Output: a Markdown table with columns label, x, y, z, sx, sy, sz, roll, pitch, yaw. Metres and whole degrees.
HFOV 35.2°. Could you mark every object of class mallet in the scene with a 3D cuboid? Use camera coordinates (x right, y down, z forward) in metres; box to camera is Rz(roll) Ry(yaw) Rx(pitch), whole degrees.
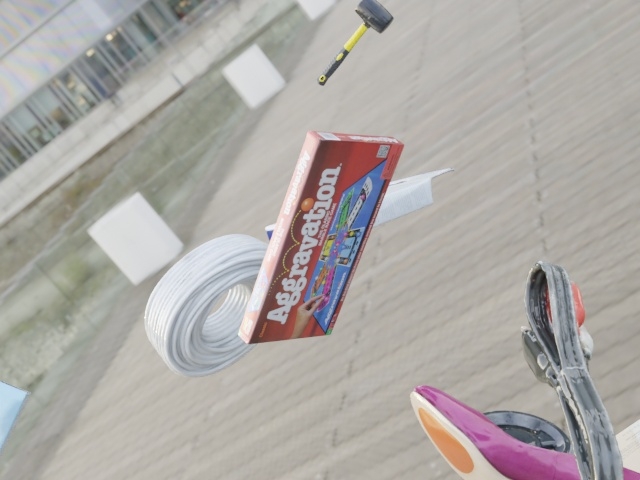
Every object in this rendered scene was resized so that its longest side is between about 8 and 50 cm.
| label | x | y | z | sx | sy | sz | roll | pitch | yaw |
| --- | --- | --- | --- | --- | --- | --- | --- | --- | --- |
| mallet | 0.043 | -0.337 | 1.706 | 0.190 | 0.062 | 0.039 | -38 | 6 | 38 |

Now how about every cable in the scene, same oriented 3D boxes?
| label | x | y | z | sx | sy | sz | roll | pitch | yaw |
| --- | --- | --- | --- | --- | --- | --- | --- | --- | --- |
| cable | 0.237 | 0.112 | 0.904 | 0.072 | 0.139 | 0.287 | -1 | 20 | -4 |
| cable | -0.165 | 0.104 | 1.648 | 0.257 | 0.257 | 0.089 | -45 | 57 | -6 |

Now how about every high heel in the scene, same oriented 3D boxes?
| label | x | y | z | sx | sy | sz | roll | pitch | yaw |
| --- | --- | --- | --- | --- | --- | --- | --- | --- | --- |
| high heel | 0.318 | 0.319 | 1.549 | 0.181 | 0.377 | 0.127 | -43 | -8 | -25 |

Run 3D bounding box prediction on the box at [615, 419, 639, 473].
| label | x | y | z | sx | sy | sz | roll | pitch | yaw |
| --- | --- | --- | --- | --- | --- | --- | --- | --- | --- |
| box | 0.570 | 0.422 | 1.575 | 0.121 | 0.148 | 0.311 | -33 | 20 | -4 |

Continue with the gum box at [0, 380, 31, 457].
| label | x | y | z | sx | sy | sz | roll | pitch | yaw |
| --- | --- | --- | --- | --- | --- | --- | --- | --- | --- |
| gum box | -0.408 | 0.210 | 1.028 | 0.041 | 0.157 | 0.184 | 135 | 158 | -76 |

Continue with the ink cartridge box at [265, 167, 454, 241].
| label | x | y | z | sx | sy | sz | roll | pitch | yaw |
| --- | --- | --- | --- | --- | --- | --- | --- | --- | --- |
| ink cartridge box | 0.063 | -0.045 | 1.539 | 0.224 | 0.045 | 0.223 | -22 | 7 | -31 |

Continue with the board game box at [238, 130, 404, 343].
| label | x | y | z | sx | sy | sz | roll | pitch | yaw |
| --- | --- | --- | --- | --- | --- | --- | --- | --- | --- |
| board game box | 0.000 | 0.000 | 1.252 | 0.027 | 0.145 | 0.281 | 40 | 119 | 40 |

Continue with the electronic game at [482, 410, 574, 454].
| label | x | y | z | sx | sy | sz | roll | pitch | yaw |
| --- | --- | --- | --- | --- | --- | --- | --- | --- | --- |
| electronic game | 0.354 | 0.374 | 1.826 | 0.229 | 0.048 | 0.229 | 3 | 20 | -1 |
